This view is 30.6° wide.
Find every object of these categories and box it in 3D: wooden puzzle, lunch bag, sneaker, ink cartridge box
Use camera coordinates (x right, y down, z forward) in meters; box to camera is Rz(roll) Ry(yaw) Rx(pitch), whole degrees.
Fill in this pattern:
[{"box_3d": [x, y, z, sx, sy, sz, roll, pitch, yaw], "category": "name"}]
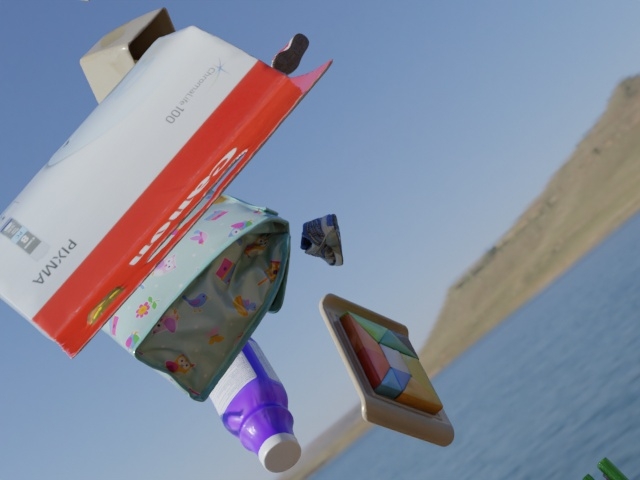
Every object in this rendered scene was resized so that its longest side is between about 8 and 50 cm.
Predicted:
[{"box_3d": [0.112, 0.202, 1.862, 0.044, 0.239, 0.221, -42, -44, 24], "category": "wooden puzzle"}, {"box_3d": [-0.166, 0.055, 1.583, 0.262, 0.160, 0.223, -54, 31, -9], "category": "lunch bag"}, {"box_3d": [0.000, 0.000, 1.645, 0.058, 0.052, 0.135, -8, -25, 3], "category": "sneaker"}, {"box_3d": [-0.064, -0.304, 2.016, 0.067, 0.042, 0.118, -42, 11, 46], "category": "sneaker"}, {"box_3d": [-0.173, -0.060, 1.031, 0.308, 0.091, 0.385, -50, 16, -11], "category": "ink cartridge box"}]

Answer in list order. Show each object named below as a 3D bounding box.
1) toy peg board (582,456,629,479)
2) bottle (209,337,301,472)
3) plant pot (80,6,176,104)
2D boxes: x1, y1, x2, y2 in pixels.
[{"box_3d": [0.414, 0.403, 1.743, 0.161, 0.079, 0.160, -43, -27, -2], "category": "toy peg board"}, {"box_3d": [-0.113, 0.269, 1.941, 0.092, 0.283, 0.118, 29, -76, -37], "category": "bottle"}, {"box_3d": [-0.242, -0.223, 1.507, 0.096, 0.109, 0.109, -3, 35, 27], "category": "plant pot"}]
